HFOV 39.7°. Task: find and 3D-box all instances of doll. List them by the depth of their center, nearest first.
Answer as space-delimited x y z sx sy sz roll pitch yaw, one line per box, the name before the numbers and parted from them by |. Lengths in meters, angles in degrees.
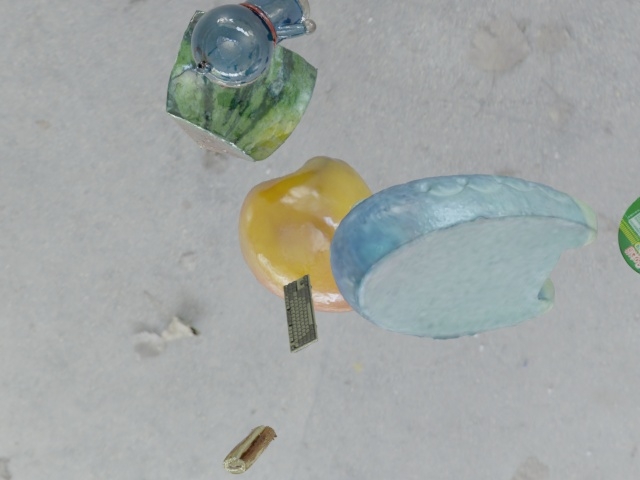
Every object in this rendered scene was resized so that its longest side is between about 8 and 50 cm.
doll | -0.079 -0.219 0.944 0.114 0.152 0.085 27 146 25

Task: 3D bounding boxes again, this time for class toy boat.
toy boat | 0.158 0.005 1.037 0.329 0.123 0.215 -3 136 -23

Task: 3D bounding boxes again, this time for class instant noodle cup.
instant noodle cup | 0.734 0.023 1.773 0.207 0.207 0.232 -29 143 23

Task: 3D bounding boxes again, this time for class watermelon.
watermelon | -0.172 -0.281 1.629 0.261 0.201 0.213 28 79 -29

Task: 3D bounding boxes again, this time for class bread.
bread | -0.106 0.308 1.311 0.047 0.083 0.036 -23 101 40

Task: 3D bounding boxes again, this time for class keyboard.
keyboard | -0.030 0.108 1.325 0.049 0.129 0.015 -32 131 22

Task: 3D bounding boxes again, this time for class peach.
peach | -0.004 0.003 1.696 0.289 0.289 0.308 -27 86 22
